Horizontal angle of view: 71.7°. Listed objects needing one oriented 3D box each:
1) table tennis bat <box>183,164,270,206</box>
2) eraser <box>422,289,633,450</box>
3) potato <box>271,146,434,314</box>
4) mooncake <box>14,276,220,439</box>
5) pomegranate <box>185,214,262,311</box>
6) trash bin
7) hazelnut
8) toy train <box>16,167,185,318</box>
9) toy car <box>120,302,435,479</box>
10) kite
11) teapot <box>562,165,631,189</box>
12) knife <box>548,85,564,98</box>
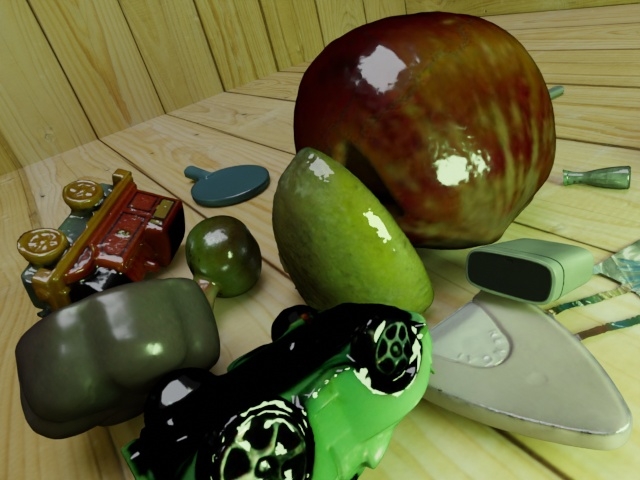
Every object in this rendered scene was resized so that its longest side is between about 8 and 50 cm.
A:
[{"bbox_3d":[-0.282,-0.169,1.261,0.329,0.044,0.215,18,45,40],"label":"table tennis bat"},{"bbox_3d":[0.214,0.151,0.499,0.204,0.059,0.243,-27,29,-20],"label":"eraser"},{"bbox_3d":[0.000,0.000,0.632,0.269,0.255,0.112,17,55,42],"label":"potato"},{"bbox_3d":[-0.246,0.143,0.562,0.245,0.245,0.133,-23,69,-13],"label":"mooncake"},{"bbox_3d":[-0.183,0.053,0.769,0.131,0.152,0.191,8,58,24],"label":"pomegranate"},{"bbox_3d":[0.277,0.036,0.587,0.130,0.059,0.116,-9,18,-40],"label":"trash bin"},{"bbox_3d":[0.161,-0.167,0.759,0.429,0.402,0.402,-15,27,-32],"label":"hazelnut"},{"bbox_3d":[-0.419,0.006,0.893,0.231,0.163,0.369,11,45,-1],"label":"toy train"},{"bbox_3d":[-0.043,0.192,0.440,0.358,0.176,0.213,-27,9,-34],"label":"toy car"},{"bbox_3d":[0.425,0.066,0.589,0.310,0.015,0.169,-21,32,-11],"label":"kite"},{"bbox_3d":[0.510,-0.117,0.825,0.110,0.043,0.043,6,36,38],"label":"teapot"},{"bbox_3d":[0.624,-0.405,1.255,0.162,0.023,0.044,-26,34,-17],"label":"knife"}]
